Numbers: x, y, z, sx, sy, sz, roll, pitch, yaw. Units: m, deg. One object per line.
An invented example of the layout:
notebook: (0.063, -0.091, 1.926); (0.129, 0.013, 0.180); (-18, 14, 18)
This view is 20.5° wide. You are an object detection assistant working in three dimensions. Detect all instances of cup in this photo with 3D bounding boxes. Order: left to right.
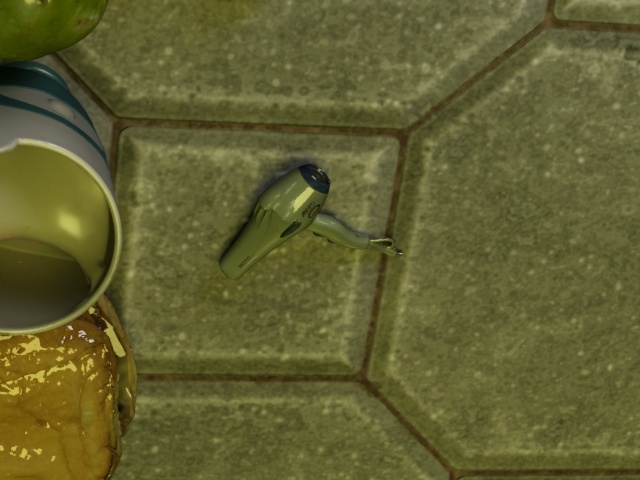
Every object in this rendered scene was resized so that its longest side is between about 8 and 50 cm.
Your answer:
cup: (-0.340, -0.025, 1.811); (0.219, 0.257, 0.290); (29, 109, -24)

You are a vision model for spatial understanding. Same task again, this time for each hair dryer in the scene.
hair dryer: (-0.020, 0.007, 2.038); (0.167, 0.067, 0.199); (-34, 135, 17)

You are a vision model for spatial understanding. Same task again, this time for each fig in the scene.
fig: (-0.314, -0.246, 1.751); (0.233, 0.167, 0.167); (-33, 121, 13)

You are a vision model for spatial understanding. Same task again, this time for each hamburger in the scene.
hamburger: (-0.334, 0.167, 1.983); (0.259, 0.144, 0.283); (0, 128, -14)
